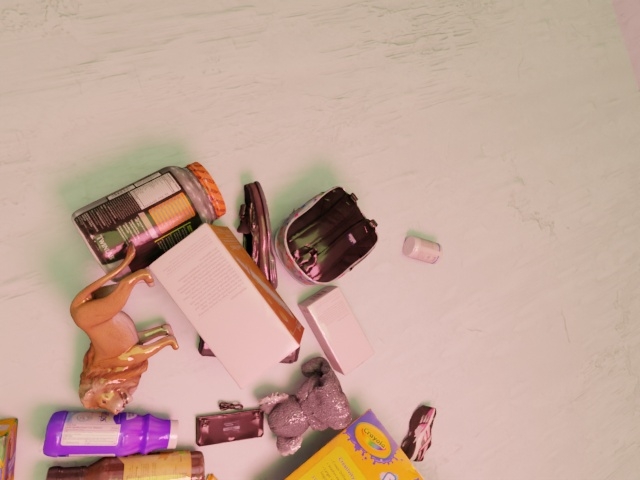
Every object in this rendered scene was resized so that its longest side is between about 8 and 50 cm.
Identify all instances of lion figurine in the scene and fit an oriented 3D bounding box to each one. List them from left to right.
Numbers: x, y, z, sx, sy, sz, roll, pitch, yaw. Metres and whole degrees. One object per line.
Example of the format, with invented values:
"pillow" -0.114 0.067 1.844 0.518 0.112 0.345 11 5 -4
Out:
"lion figurine" -0.468 0.203 1.066 0.240 0.142 0.391 -20 121 -21

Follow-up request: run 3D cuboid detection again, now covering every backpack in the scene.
"backpack" 0.000 0.000 1.302 0.253 0.191 0.225 -42 101 -28

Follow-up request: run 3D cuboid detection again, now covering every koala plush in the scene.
"koala plush" -0.044 0.450 1.264 0.222 0.203 0.196 -20 93 -11

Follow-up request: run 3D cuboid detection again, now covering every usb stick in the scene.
"usb stick" -0.190 0.286 1.281 0.278 0.045 0.077 11 81 -21

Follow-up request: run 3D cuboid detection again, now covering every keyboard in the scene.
"keyboard" -0.238 0.480 1.260 0.180 0.023 0.108 0 92 -23

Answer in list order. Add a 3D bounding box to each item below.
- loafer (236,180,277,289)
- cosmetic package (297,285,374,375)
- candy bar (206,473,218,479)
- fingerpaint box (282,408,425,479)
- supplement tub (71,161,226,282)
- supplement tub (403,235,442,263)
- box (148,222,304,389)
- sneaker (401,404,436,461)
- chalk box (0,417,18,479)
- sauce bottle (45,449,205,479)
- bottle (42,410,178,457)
"loafer" -0.183 -0.008 1.278 0.095 0.109 0.302 -10 92 -19
"cosmetic package" 0.045 0.255 1.361 0.117 0.085 0.230 -30 99 -21
"candy bar" -0.249 0.677 1.241 0.040 0.018 0.161 -42 102 -20
"fingerpaint box" 0.119 0.739 1.215 0.371 0.163 0.444 -33 69 -21
"supplement tub" -0.402 -0.054 1.141 0.316 0.194 0.193 -32 98 -22
"supplement tub" 0.325 0.030 1.499 0.107 0.071 0.070 17 80 -20
"box" -0.210 0.145 1.140 0.168 0.215 0.345 -37 89 1
"sneaker" 0.314 0.596 1.460 0.077 0.072 0.178 32 82 -29
"chalk box" -0.730 0.504 0.995 0.133 0.132 0.212 3 85 -22
"sauce bottle" -0.452 0.560 1.116 0.345 0.111 0.111 8 83 -23
"bottle" -0.482 0.452 1.109 0.283 0.118 0.092 9 82 -20
